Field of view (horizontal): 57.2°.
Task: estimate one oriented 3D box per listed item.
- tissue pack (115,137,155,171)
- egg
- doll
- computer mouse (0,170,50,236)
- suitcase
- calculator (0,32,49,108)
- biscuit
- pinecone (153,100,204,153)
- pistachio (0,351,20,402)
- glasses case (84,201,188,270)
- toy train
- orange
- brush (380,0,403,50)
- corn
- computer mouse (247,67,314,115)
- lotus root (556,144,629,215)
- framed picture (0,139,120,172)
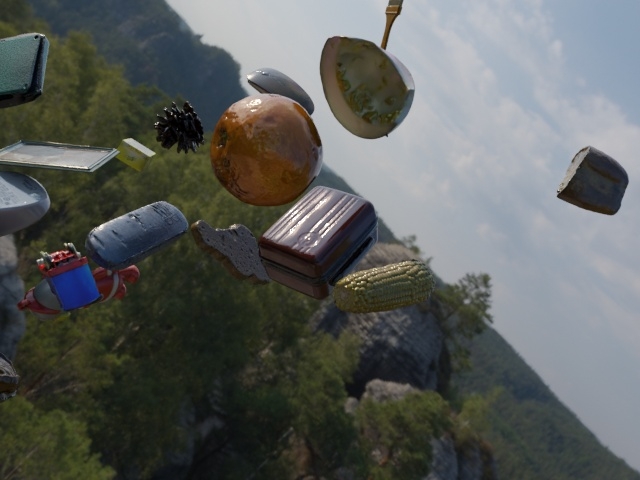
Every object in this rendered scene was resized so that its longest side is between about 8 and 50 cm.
[{"bbox_3d":[-0.589,-0.272,1.866,0.095,0.062,0.176,32,5,-15],"label":"tissue pack"},{"bbox_3d":[0.128,-0.385,1.455,0.271,0.161,0.206,56,-31,2],"label":"egg"},{"bbox_3d":[-0.621,0.134,1.511,0.105,0.200,0.336,54,26,13],"label":"doll"},{"bbox_3d":[-0.828,-0.072,1.450,0.184,0.121,0.297,33,30,18],"label":"computer mouse"},{"bbox_3d":[0.000,0.000,1.583,0.236,0.297,0.161,20,-41,33],"label":"suitcase"},{"bbox_3d":[-0.939,-0.495,1.733,0.058,0.274,0.248,75,6,-61],"label":"calculator"},{"bbox_3d":[-0.252,0.027,1.699,0.319,0.047,0.183,25,42,-53],"label":"biscuit"},{"bbox_3d":[-0.367,-0.288,1.523,0.140,0.120,0.140,47,-30,39],"label":"pinecone"},{"bbox_3d":[-0.906,0.362,1.565,0.210,0.130,0.165,36,43,-32],"label":"pistachio"},{"bbox_3d":[-0.417,-0.014,1.357,0.109,0.067,0.282,45,33,5],"label":"glasses case"},{"bbox_3d":[-0.544,0.075,1.258,0.204,0.082,0.131,2,-67,60],"label":"toy train"},{"bbox_3d":[-0.116,-0.194,1.275,0.246,0.246,0.246,46,2,-2],"label":"orange"},{"bbox_3d":[0.182,-0.561,1.627,0.013,0.272,0.103,8,19,-17],"label":"brush"},{"bbox_3d":[0.129,0.092,1.146,0.260,0.091,0.091,-6,19,-43],"label":"corn"},{"bbox_3d":[-0.127,-0.484,1.914,0.245,0.126,0.056,41,-41,9],"label":"computer mouse"},{"bbox_3d":[0.576,-0.134,1.229,0.135,0.159,0.095,24,-39,-1],"label":"lotus root"},{"bbox_3d":[-0.730,-0.236,1.606,0.296,0.019,0.232,5,22,-2],"label":"framed picture"}]
